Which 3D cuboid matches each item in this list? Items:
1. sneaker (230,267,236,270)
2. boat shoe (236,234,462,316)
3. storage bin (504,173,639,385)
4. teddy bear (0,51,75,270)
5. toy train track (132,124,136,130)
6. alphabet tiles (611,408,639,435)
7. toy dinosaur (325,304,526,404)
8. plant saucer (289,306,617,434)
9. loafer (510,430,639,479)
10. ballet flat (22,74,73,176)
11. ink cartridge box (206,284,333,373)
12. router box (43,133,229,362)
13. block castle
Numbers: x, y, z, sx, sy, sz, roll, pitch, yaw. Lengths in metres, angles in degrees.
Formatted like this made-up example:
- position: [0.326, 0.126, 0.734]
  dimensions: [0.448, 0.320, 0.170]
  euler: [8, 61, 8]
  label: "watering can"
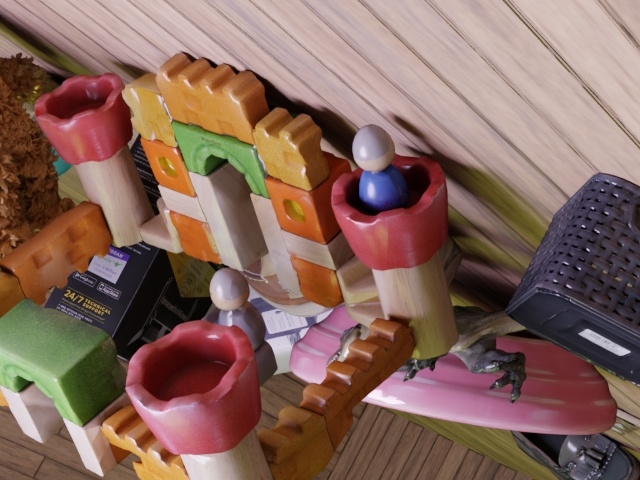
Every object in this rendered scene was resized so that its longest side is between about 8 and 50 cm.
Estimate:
- position: [-0.220, 0.002, 1.741]
  dimensions: [0.256, 0.094, 0.151]
  euler: [41, 151, -22]
  label: "sneaker"
- position: [0.000, 0.000, 1.287]
  dimensions: [0.116, 0.123, 0.324]
  euler: [37, 160, -28]
  label: "boat shoe"
- position: [0.204, 0.034, 0.892]
  dimensions: [0.122, 0.084, 0.180]
  euler: [28, 173, 4]
  label: "storage bin"
- position: [-0.333, -0.118, 1.288]
  dimensions: [0.113, 0.338, 0.245]
  euler: [-27, 167, 32]
  label: "teddy bear"
- position: [-0.219, -0.129, 1.532]
  dimensions: [0.083, 0.014, 0.048]
  euler: [19, 168, 45]
  label: "toy train track"
- position: [0.264, 0.173, 1.797]
  dimensions: [0.342, 0.011, 0.285]
  euler: [27, 171, 10]
  label: "alphabet tiles"
- position: [0.122, 0.085, 1.114]
  dimensions: [0.268, 0.064, 0.118]
  euler: [-7, -162, 15]
  label: "toy dinosaur"
- position: [0.136, 0.119, 1.353]
  dimensions: [0.332, 0.084, 0.332]
  euler: [9, -179, 0]
  label: "plant saucer"
- position: [0.377, 0.322, 2.061]
  dimensions: [0.084, 0.096, 0.267]
  euler: [41, 168, -32]
  label: "loafer"
- position: [-0.351, -0.146, 1.579]
  dimensions: [0.123, 0.123, 0.348]
  euler: [29, 170, -4]
  label: "ballet flat"
- position: [-0.044, 0.106, 1.678]
  dimensions: [0.237, 0.100, 0.172]
  euler: [-12, 167, 3]
  label: "ink cartridge box"
- position: [-0.170, 0.015, 1.451]
  dimensions: [0.081, 0.243, 0.309]
  euler: [26, 171, 10]
  label: "router box"
- position: [-0.137, 0.009, 1.054]
  dimensions: [0.453, 0.303, 0.213]
  euler: [19, 137, 40]
  label: "block castle"
